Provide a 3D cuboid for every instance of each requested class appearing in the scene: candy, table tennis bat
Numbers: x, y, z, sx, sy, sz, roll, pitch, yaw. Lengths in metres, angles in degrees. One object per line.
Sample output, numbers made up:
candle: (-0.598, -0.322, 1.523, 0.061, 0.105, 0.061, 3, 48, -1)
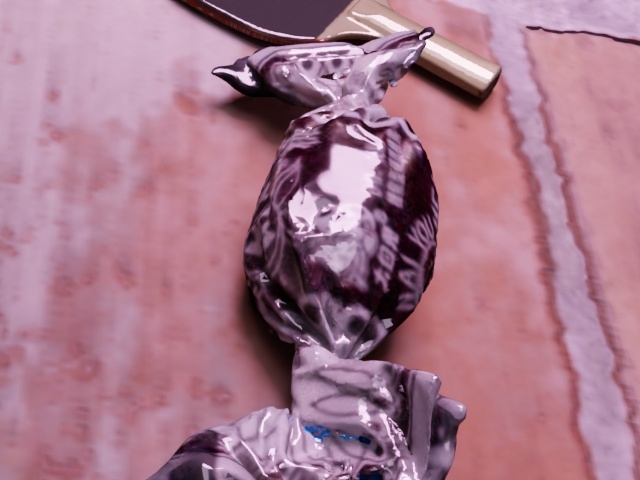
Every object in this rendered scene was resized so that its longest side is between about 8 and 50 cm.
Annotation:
candy: (0.000, 0.000, 0.433, 0.094, 0.051, 0.226, 13, 45, -4)
table tennis bat: (0.001, -0.098, 0.556, 0.156, 0.013, 0.087, 30, 44, 11)
